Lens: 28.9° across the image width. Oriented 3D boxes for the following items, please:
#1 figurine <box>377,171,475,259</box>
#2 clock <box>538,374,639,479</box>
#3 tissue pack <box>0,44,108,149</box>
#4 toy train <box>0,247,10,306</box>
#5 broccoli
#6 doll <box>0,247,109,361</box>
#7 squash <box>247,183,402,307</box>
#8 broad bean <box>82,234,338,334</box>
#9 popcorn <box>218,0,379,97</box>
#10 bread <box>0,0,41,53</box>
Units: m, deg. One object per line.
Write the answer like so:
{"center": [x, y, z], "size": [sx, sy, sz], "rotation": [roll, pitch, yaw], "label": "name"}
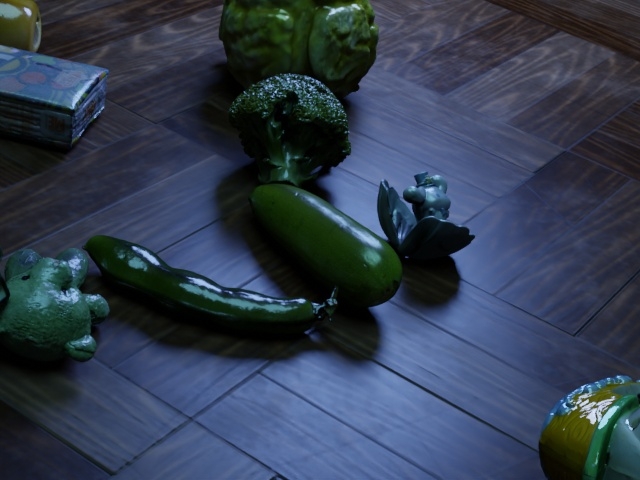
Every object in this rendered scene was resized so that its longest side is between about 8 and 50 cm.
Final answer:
{"center": [0.094, -0.029, 1.173], "size": [0.082, 0.094, 0.086], "rotation": [-21, 62, 17], "label": "figurine"}
{"center": [0.256, 0.154, 0.888], "size": [0.144, 0.103, 0.231], "rotation": [17, 14, 40], "label": "clock"}
{"center": [-0.303, -0.151, 1.267], "size": [0.148, 0.060, 0.109], "rotation": [13, 33, 5], "label": "tissue pack"}
{"center": [-0.307, 0.058, 0.885], "size": [0.099, 0.072, 0.188], "rotation": [14, 47, 31], "label": "toy train"}
{"center": [-0.030, -0.108, 1.243], "size": [0.130, 0.131, 0.120], "rotation": [16, 69, -16], "label": "broccoli"}
{"center": [-0.223, 0.038, 0.991], "size": [0.115, 0.078, 0.150], "rotation": [10, 21, -14], "label": "doll"}
{"center": [0.000, 0.000, 1.121], "size": [0.066, 0.066, 0.201], "rotation": [-16, 35, -36], "label": "squash"}
{"center": [-0.098, 0.041, 1.048], "size": [0.226, 0.039, 0.069], "rotation": [14, 38, 4], "label": "broad bean"}
{"center": [-0.029, -0.240, 1.405], "size": [0.185, 0.167, 0.187], "rotation": [-13, -4, 6], "label": "popcorn"}
{"center": [-0.432, -0.252, 1.377], "size": [0.239, 0.074, 0.093], "rotation": [7, 37, -5], "label": "bread"}
